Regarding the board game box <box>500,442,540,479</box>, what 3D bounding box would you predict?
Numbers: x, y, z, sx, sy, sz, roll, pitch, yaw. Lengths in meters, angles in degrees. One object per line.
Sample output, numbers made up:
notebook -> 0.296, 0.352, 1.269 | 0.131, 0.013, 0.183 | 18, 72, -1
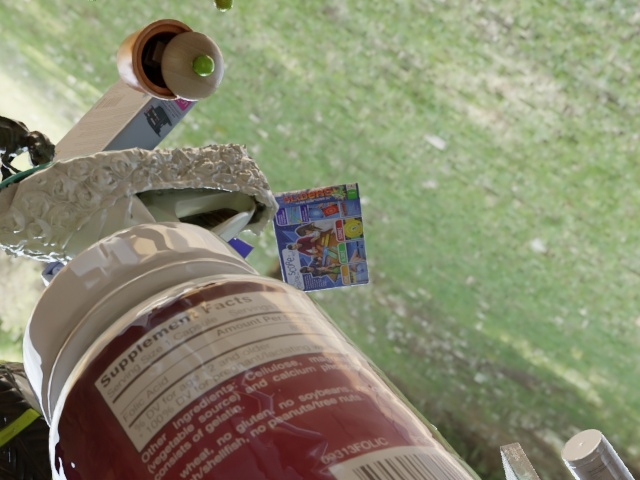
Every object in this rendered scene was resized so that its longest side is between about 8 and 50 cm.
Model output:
board game box -> 0.258, 0.352, 1.427 | 0.126, 0.026, 0.186 | -110, 6, -74

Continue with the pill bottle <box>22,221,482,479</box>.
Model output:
pill bottle -> -0.042, 0.161, 0.775 | 0.224, 0.224, 0.392 | 44, 180, -44

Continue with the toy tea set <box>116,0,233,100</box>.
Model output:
toy tea set -> -0.149, -0.293, 1.076 | 0.124, 0.200, 0.336 | 10, 129, 56

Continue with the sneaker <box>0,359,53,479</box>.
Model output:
sneaker -> -0.241, 0.194, 1.182 | 0.385, 0.145, 0.147 | 11, -168, 35

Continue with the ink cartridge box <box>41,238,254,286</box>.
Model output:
ink cartridge box -> -0.231, 0.027, 1.613 | 0.206, 0.208, 0.045 | 29, 153, 17

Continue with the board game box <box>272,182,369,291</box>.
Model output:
board game box -> 0.000, 0.000, 1.827 | 0.136, 0.035, 0.201 | -7, 138, 0

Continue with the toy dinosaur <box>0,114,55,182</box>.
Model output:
toy dinosaur -> -0.411, -0.118, 1.451 | 0.268, 0.064, 0.118 | 25, 134, 20

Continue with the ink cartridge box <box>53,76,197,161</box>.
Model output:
ink cartridge box -> -0.299, -0.124, 1.623 | 0.186, 0.311, 0.065 | -1, 132, 52

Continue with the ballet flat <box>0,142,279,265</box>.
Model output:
ballet flat -> -0.197, -0.036, 1.398 | 0.147, 0.146, 0.409 | 27, -153, 33

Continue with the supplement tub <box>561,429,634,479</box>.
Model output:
supplement tub -> 0.408, 0.337, 1.739 | 0.107, 0.071, 0.071 | 53, 164, -14

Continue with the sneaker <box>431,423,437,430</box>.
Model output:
sneaker -> 0.015, 0.250, 1.435 | 0.094, 0.258, 0.091 | 63, -166, -46
